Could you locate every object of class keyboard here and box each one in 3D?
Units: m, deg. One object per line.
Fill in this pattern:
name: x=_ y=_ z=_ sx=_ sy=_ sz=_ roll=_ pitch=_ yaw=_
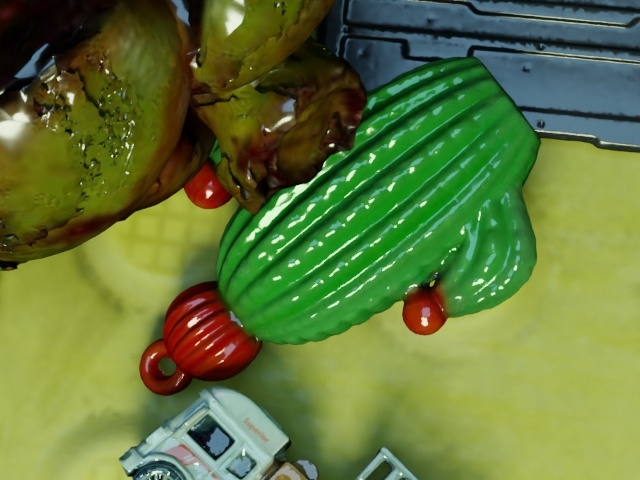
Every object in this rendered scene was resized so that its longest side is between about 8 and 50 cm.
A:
keyboard: x=0.126 y=-0.105 z=0.872 sx=0.262 sy=0.016 sz=0.106 roll=6 pitch=85 yaw=5

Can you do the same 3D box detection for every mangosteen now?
mangosteen: x=-0.178 y=-0.181 z=0.733 sx=0.421 sy=0.381 sz=0.381 roll=4 pitch=84 yaw=-7

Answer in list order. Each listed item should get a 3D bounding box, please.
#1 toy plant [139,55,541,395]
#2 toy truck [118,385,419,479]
toy plant: x=0.002 y=-0.014 z=0.840 sx=0.240 sy=0.088 sz=0.155 roll=-14 pitch=78 yaw=18
toy truck: x=-0.012 y=0.146 z=0.826 sx=0.177 sy=0.080 sz=0.115 roll=43 pitch=84 yaw=6
